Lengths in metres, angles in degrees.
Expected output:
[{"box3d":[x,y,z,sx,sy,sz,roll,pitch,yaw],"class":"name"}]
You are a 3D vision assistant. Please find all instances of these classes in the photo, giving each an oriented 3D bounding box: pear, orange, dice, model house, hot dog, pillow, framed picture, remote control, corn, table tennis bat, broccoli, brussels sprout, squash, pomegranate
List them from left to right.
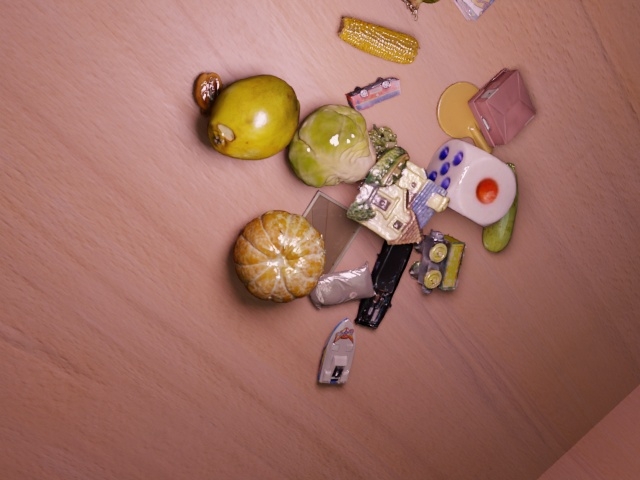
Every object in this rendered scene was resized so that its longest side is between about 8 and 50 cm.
[{"box3d":[-0.358,-0.468,1.689,0.090,0.060,0.140,-6,104,-12],"class":"hot dog"},{"box3d":[-0.207,-0.386,1.664,0.321,0.269,0.269,-41,117,-21],"class":"pear"},{"box3d":[-0.142,0.059,1.823,0.330,0.249,0.329,0,92,-4],"class":"orange"},{"box3d":[0.000,0.000,1.987,0.241,0.020,0.324,28,98,-24],"class":"framed picture"},{"box3d":[0.047,-0.317,1.767,0.317,0.242,0.273,-3,112,-14],"class":"brussels sprout"},{"box3d":[0.083,0.178,2.018,0.255,0.059,0.169,-13,110,-3],"class":"pillow"},{"box3d":[0.208,-0.669,1.774,0.311,0.101,0.101,8,106,-22],"class":"corn"},{"box3d":[0.223,-0.343,1.882,0.130,0.120,0.131,20,99,-29],"class":"broccoli"},{"box3d":[0.253,0.170,2.105,0.145,0.062,0.398,15,104,-21],"class":"remote control"},{"box3d":[0.283,-0.131,1.834,0.266,0.261,0.321,36,102,13],"class":"model house"},{"box3d":[0.343,-0.845,1.745,0.169,0.148,0.148,-33,118,24],"class":"pomegranate"},{"box3d":[0.555,-0.215,1.964,0.259,0.251,0.243,22,102,-23],"class":"dice"},{"box3d":[0.564,-0.449,1.994,0.198,0.050,0.321,-41,113,-3],"class":"table tennis bat"},{"box3d":[0.741,-0.129,2.128,0.118,0.118,0.370,5,105,-19],"class":"squash"}]

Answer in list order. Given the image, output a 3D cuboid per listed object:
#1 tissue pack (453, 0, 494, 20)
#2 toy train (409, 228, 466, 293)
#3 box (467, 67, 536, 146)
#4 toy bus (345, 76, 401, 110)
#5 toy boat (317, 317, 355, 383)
[{"box3d":[0.550,-0.865,1.833,0.155,0.065,0.115,-45,116,2],"class":"tissue pack"},{"box3d":[0.468,0.082,2.108,0.178,0.134,0.260,-1,110,-26],"class":"toy train"},{"box3d":[0.685,-0.498,1.966,0.215,0.086,0.215,-44,116,-17],"class":"box"},{"box3d":[0.188,-0.516,1.842,0.192,0.065,0.077,-24,121,-8],"class":"toy bus"},{"box3d":[0.076,0.449,2.131,0.129,0.088,0.295,7,107,-20],"class":"toy boat"}]
